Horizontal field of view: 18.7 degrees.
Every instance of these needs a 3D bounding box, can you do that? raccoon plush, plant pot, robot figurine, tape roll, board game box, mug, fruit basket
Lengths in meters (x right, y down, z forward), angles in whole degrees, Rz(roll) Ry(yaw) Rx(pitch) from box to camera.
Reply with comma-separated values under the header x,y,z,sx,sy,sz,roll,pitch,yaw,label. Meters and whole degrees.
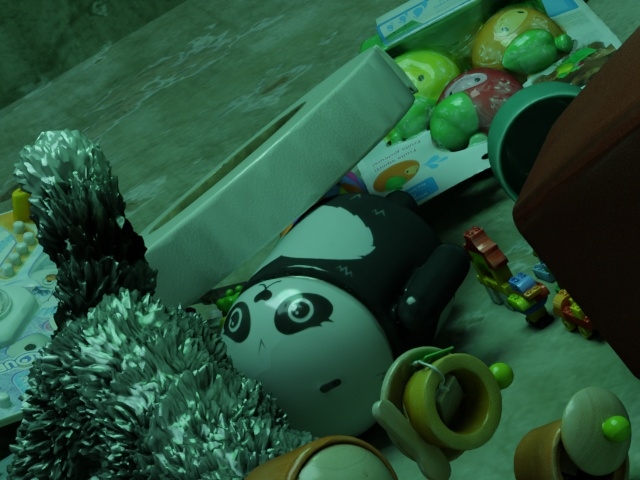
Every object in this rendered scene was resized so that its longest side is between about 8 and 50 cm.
x,y,z,sx,sy,sz,roll,pitch,yaw,label
-0.126,0.103,1.528,0.216,0.446,0.299,-25,0,-34,raccoon plush
0.308,-0.045,1.531,0.235,0.267,0.267,-31,15,32,plant pot
0.018,0.063,1.761,0.278,0.173,0.209,-52,-11,-50,robot figurine
-0.071,-0.048,1.955,0.392,0.072,0.392,-40,6,5,tape roll
-0.384,0.073,2.153,0.390,0.050,0.390,-19,35,-25,board game box
0.242,-0.085,1.935,0.129,0.158,0.097,-52,14,9,mug
0.174,-0.176,2.188,0.327,0.165,0.353,-27,22,4,fruit basket

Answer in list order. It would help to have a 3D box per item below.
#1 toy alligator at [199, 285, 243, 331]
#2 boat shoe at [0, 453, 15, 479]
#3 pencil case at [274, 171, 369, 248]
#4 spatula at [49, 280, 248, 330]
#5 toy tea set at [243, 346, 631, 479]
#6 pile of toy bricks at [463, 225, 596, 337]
x,y,z,sx,sy,sz,roll,pitch,yaw,label
-0.077,0.071,1.993,0.056,0.051,0.189,-21,33,-26,toy alligator
-0.326,0.288,1.793,0.306,0.105,0.113,-32,14,-30,boat shoe
0.000,0.000,2.087,0.104,0.104,0.236,-24,17,16,pencil case
-0.152,0.102,2.026,0.242,0.019,0.168,-12,29,-11,spatula
0.093,0.178,1.331,0.336,0.200,0.124,-35,10,-33,toy tea set
0.210,0.006,1.743,0.118,0.105,0.212,-33,19,-13,pile of toy bricks
